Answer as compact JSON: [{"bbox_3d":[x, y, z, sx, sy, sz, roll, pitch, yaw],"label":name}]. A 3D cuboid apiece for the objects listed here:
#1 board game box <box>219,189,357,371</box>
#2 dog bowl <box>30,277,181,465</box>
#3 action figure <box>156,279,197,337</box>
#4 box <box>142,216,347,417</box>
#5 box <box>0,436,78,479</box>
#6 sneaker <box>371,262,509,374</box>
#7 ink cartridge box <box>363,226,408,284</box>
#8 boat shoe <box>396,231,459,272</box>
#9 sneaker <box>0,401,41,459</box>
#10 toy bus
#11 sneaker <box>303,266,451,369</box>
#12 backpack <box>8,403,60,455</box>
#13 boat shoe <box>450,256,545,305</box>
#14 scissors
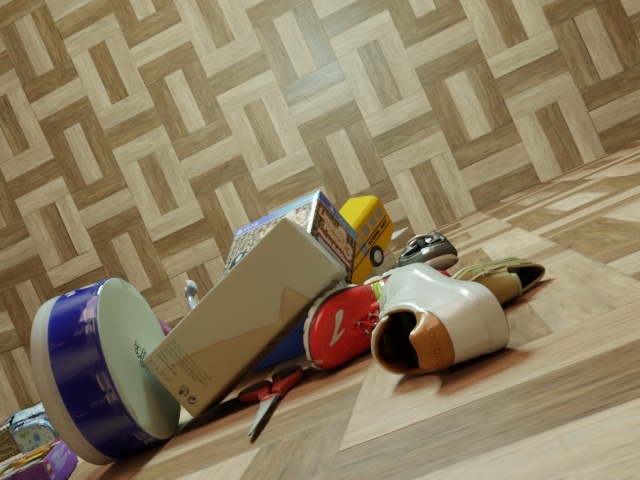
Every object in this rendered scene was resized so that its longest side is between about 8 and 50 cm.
[{"bbox_3d":[-0.070,0.079,1.268,0.232,0.141,0.291,-24,34,28],"label":"board game box"},{"bbox_3d":[-0.317,0.194,0.981,0.104,0.265,0.265,-22,0,3],"label":"dog bowl"},{"bbox_3d":[-0.313,0.236,1.396,0.370,0.248,0.275,10,10,-45],"label":"action figure"},{"bbox_3d":[-0.111,0.117,1.013,0.311,0.121,0.148,-46,-9,3],"label":"box"},{"bbox_3d":[-0.535,0.404,0.979,0.293,0.057,0.201,-24,-1,-14],"label":"box"},{"bbox_3d":[0.099,0.093,0.765,0.123,0.106,0.290,-22,1,-12],"label":"sneaker"},{"bbox_3d":[0.083,0.096,1.712,0.353,0.119,0.207,-25,1,23],"label":"ink cartridge box"},{"bbox_3d":[0.191,0.029,1.226,0.112,0.096,0.335,-23,-11,4],"label":"boat shoe"},{"bbox_3d":[-0.737,0.475,1.721,0.282,0.099,0.153,-27,3,-18],"label":"sneaker"},{"bbox_3d":[0.045,0.049,1.477,0.108,0.130,0.333,-3,38,44],"label":"toy bus"},{"bbox_3d":[0.094,0.103,0.963,0.279,0.107,0.118,-27,11,-34],"label":"sneaker"},{"bbox_3d":[-0.615,0.420,1.421,0.114,0.105,0.084,-23,22,-13],"label":"backpack"},{"bbox_3d":[0.234,0.060,0.858,0.190,0.068,0.072,-24,11,-39],"label":"boat shoe"},{"bbox_3d":[-0.062,0.213,0.891,0.109,0.021,0.297,-22,-2,-10],"label":"scissors"}]
